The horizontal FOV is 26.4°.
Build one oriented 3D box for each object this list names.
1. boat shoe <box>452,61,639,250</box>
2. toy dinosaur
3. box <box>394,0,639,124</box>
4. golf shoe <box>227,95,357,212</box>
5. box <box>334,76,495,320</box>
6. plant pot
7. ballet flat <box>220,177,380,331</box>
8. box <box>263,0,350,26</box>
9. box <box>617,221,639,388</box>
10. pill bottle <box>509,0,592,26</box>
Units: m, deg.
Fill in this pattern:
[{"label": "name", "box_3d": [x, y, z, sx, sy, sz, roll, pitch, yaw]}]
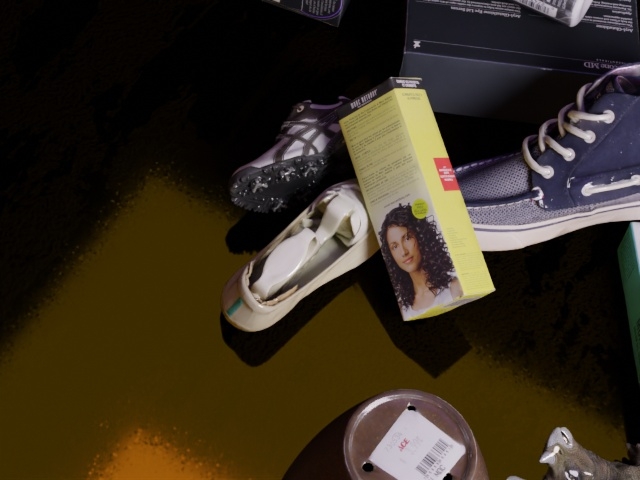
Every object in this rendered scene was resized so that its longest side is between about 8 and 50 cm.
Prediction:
[{"label": "boat shoe", "box_3d": [0.255, -0.096, 1.391, 0.341, 0.158, 0.127, -10, 39, 1]}, {"label": "toy dinosaur", "box_3d": [0.309, 0.272, 1.242, 0.313, 0.121, 0.160, 43, 63, -2]}, {"label": "box", "box_3d": [0.219, -0.233, 1.542, 0.261, 0.103, 0.184, 7, 54, -2]}, {"label": "golf shoe", "box_3d": [-0.025, -0.095, 1.452, 0.198, 0.077, 0.094, -22, 59, -30]}, {"label": "box", "box_3d": [0.093, -0.043, 1.373, 0.058, 0.087, 0.232, -5, 72, -48]}, {"label": "plant pot", "box_3d": [0.062, 0.224, 1.163, 0.215, 0.230, 0.215, 3, 58, -5]}, {"label": "ballet flat", "box_3d": [0.000, 0.000, 1.385, 0.086, 0.086, 0.248, 38, 62, 17]}, {"label": "box", "box_3d": [0.009, -0.413, 1.595, 0.143, 0.165, 0.270, 21, 58, 7]}, {"label": "box", "box_3d": [0.370, 0.098, 1.374, 0.101, 0.060, 0.244, 1, 58, -4]}, {"label": "pill bottle", "box_3d": [0.189, -0.335, 1.469, 0.246, 0.130, 0.130, 27, 59, 11]}]
